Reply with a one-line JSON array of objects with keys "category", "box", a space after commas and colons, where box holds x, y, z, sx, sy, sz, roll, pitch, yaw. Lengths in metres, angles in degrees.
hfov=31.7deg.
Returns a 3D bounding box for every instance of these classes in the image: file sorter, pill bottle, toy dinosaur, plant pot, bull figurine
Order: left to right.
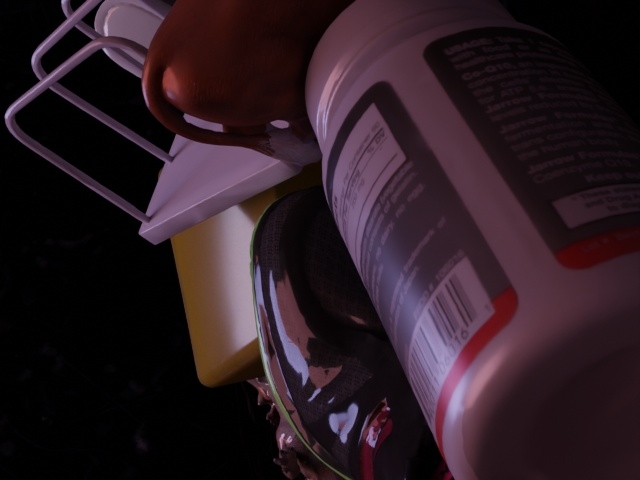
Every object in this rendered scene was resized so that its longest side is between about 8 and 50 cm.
[{"category": "file sorter", "box": [-0.105, -0.176, 0.902, 0.193, 0.173, 0.277, -24, 41, 45]}, {"category": "plant pot", "box": [0.000, 0.000, 0.997, 0.187, 0.212, 0.212, -27, 74, 64]}, {"category": "toy dinosaur", "box": [0.008, 0.263, 1.395, 0.200, 0.127, 0.295, 135, 112, -85]}, {"category": "bull figurine", "box": [0.015, -0.182, 0.695, 0.188, 0.310, 0.101, 36, -176, -47]}, {"category": "pill bottle", "box": [0.094, -0.012, 0.579, 0.283, 0.161, 0.161, -113, 16, -47]}]

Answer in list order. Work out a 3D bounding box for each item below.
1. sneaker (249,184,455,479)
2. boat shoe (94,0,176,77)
[{"category": "sneaker", "box": [0.102, 0.130, 0.672, 0.482, 0.185, 0.202, 59, 160, 32]}, {"category": "boat shoe", "box": [-0.083, -0.168, 1.163, 0.109, 0.305, 0.091, -50, 10, 33]}]
